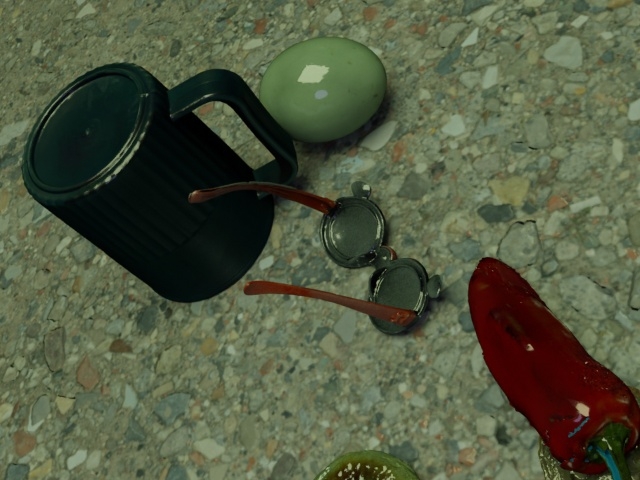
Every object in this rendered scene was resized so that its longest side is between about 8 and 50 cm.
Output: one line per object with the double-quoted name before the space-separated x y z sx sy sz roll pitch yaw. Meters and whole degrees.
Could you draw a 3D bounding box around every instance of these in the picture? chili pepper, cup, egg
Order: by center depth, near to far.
"chili pepper" 0.242 0.137 0.901 0.110 0.110 0.388 -36 37 7
"cup" -0.216 -0.080 1.189 0.307 0.292 0.242 2 63 32
"egg" 0.003 -0.219 1.235 0.192 0.149 0.149 -14 57 16

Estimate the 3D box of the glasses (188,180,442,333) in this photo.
"glasses" 0.000 0.000 1.041 0.118 0.268 0.234 -49 50 21

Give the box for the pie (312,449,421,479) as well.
"pie" 0.047 0.329 0.955 0.186 0.041 0.187 -14 57 22

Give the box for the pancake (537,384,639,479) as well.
"pancake" 0.301 0.225 0.879 0.158 0.028 0.158 -17 55 25
